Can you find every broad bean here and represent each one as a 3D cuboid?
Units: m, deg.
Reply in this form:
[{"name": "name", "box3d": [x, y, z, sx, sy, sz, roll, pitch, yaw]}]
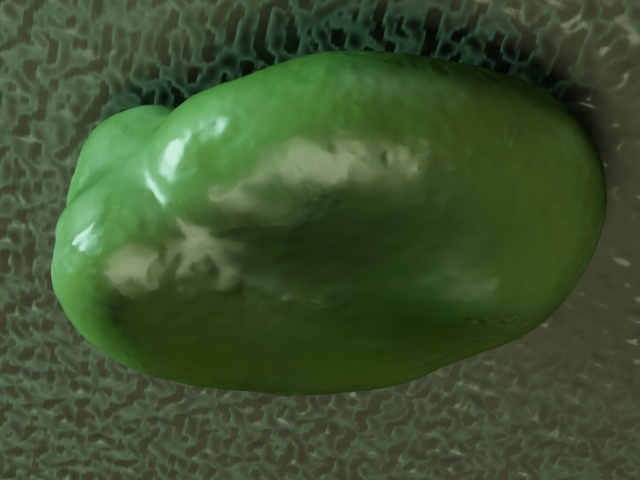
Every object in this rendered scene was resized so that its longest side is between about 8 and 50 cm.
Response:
[{"name": "broad bean", "box3d": [0.000, 0.000, 0.685, 0.228, 0.100, 0.169, -18, 134, 26]}]
